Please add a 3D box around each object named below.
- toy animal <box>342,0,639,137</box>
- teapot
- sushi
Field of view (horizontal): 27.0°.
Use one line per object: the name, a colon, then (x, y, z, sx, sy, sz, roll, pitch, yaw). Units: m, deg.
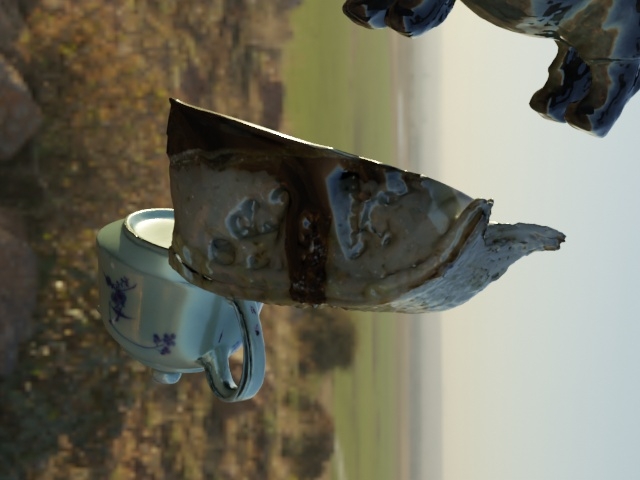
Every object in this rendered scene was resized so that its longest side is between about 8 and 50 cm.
toy animal: (0.067, -0.195, 0.727, 0.168, 0.343, 0.106, -50, -156, 0)
teapot: (-0.122, 0.060, 1.165, 0.232, 0.159, 0.159, 30, -46, 44)
sushi: (0.014, 0.006, 0.867, 0.134, 0.272, 0.109, 35, 74, -72)
